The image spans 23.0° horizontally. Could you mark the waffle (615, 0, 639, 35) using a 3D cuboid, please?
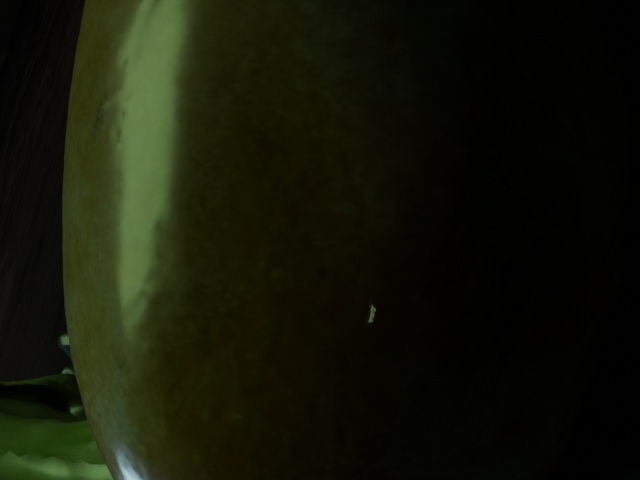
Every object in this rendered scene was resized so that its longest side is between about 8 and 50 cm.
[{"bbox_3d":[0.126,-0.158,0.684,0.102,0.042,0.148,-94,23,-61],"label":"waffle"}]

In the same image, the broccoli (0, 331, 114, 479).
[{"bbox_3d":[-0.073,0.158,0.797,0.324,0.272,0.334,-32,11,6],"label":"broccoli"}]

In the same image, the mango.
[{"bbox_3d":[0.015,-0.051,0.594,0.199,0.221,0.384,-34,45,58],"label":"mango"}]
